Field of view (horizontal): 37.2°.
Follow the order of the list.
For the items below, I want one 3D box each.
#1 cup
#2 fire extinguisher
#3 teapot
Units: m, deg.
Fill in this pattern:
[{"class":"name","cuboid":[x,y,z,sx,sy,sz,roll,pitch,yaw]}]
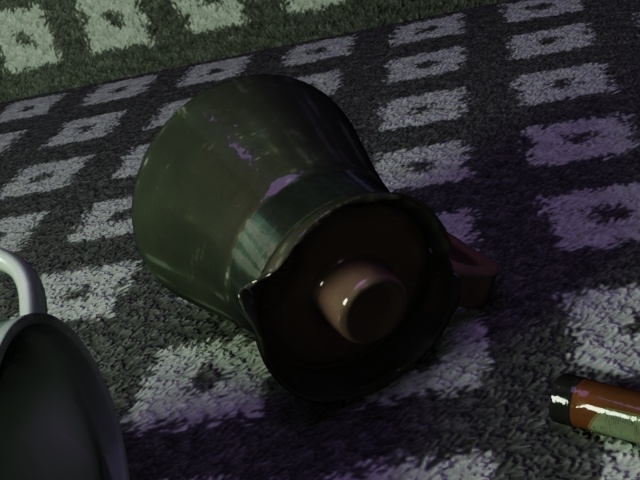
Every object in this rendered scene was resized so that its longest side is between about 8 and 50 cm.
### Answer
[{"class":"cup","cuboid":[-0.351,0.174,0.847,0.274,0.259,0.357,-15,63,7]},{"class":"fire extinguisher","cuboid":[0.294,0.159,0.846,0.177,0.050,0.062,10,-2,38]},{"class":"teapot","cuboid":[0.000,0.000,1.093,0.376,0.306,0.362,4,25,-32]}]
